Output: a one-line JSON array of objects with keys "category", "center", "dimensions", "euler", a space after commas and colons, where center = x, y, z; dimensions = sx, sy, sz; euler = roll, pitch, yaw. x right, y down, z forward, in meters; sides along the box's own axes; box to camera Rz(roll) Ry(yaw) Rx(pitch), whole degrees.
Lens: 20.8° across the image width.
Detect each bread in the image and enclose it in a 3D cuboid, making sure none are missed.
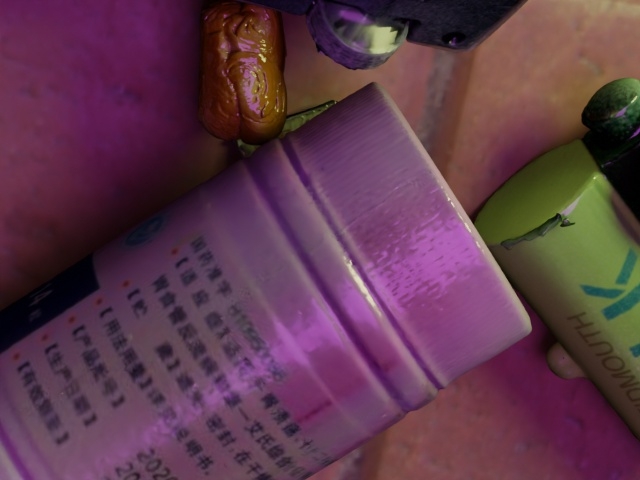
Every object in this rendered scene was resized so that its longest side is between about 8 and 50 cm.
[{"category": "bread", "center": [-0.039, -0.087, 0.874], "dimensions": [0.046, 0.081, 0.083], "euler": [1, 64, -2]}]

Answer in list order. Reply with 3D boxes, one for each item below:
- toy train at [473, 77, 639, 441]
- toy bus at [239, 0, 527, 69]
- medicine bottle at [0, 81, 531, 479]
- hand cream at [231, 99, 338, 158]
[{"category": "toy train", "center": [0.195, 0.030, 0.987], "dimensions": [0.157, 0.105, 0.253], "euler": [-35, 116, 11]}, {"category": "toy bus", "center": [-0.029, -0.192, 0.795], "dimensions": [0.289, 0.139, 0.157], "euler": [11, 61, -20]}, {"category": "medicine bottle", "center": [-0.040, 0.049, 0.856], "dimensions": [0.254, 0.152, 0.152], "euler": [-32, 115, 3]}, {"category": "hand cream", "center": [0.000, 0.000, 0.942], "dimensions": [0.061, 0.039, 0.143], "euler": [-17, 104, -3]}]
